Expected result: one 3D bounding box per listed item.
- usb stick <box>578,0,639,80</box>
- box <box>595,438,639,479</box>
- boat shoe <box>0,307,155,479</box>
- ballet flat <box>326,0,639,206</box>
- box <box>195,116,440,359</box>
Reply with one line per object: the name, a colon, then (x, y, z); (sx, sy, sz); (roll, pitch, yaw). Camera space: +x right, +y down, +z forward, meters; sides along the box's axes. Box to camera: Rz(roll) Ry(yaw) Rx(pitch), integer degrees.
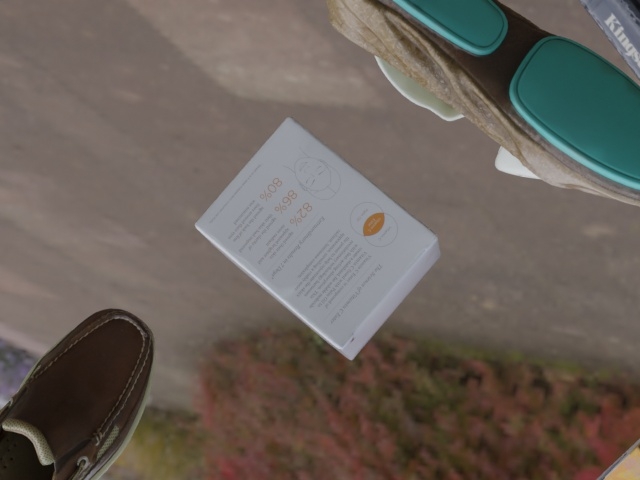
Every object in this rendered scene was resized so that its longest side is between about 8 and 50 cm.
usb stick: (0.356, -0.228, 1.631); (0.278, 0.045, 0.077); (54, 145, 7)
box: (0.289, 0.236, 1.436); (0.028, 0.136, 0.081); (43, -147, 12)
boat shoe: (-0.205, 0.155, 1.095); (0.095, 0.257, 0.095); (32, 159, 2)
ballet flat: (0.141, -0.125, 1.205); (0.342, 0.116, 0.124); (34, 149, 3)
box: (0.000, 0.000, 1.287); (0.170, 0.130, 0.091); (40, 176, 12)
